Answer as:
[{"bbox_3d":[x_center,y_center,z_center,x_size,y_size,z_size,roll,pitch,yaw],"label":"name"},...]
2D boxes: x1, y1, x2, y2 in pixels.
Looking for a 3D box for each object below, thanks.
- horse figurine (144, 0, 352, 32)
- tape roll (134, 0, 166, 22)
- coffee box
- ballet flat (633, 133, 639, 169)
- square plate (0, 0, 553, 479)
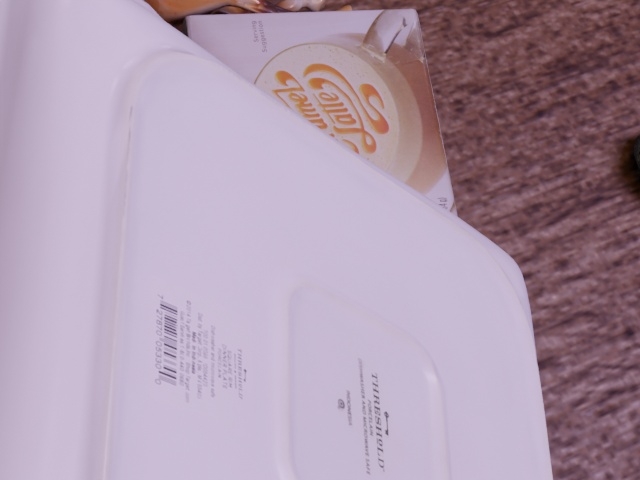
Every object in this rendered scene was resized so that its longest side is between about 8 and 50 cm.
[{"bbox_3d":[-0.080,-0.195,0.891,0.175,0.066,0.263,-3,62,-16],"label":"horse figurine"},{"bbox_3d":[-0.194,-0.021,0.648,0.286,0.286,0.100,-3,63,-14],"label":"tape roll"},{"bbox_3d":[0.000,0.000,0.767,0.141,0.098,0.246,-4,71,-14],"label":"coffee box"},{"bbox_3d":[0.279,-0.013,0.870,0.070,0.070,0.188,-37,75,-26],"label":"ballet flat"},{"bbox_3d":[0.003,0.081,0.538,0.344,0.049,0.347,32,43,-39],"label":"square plate"}]
